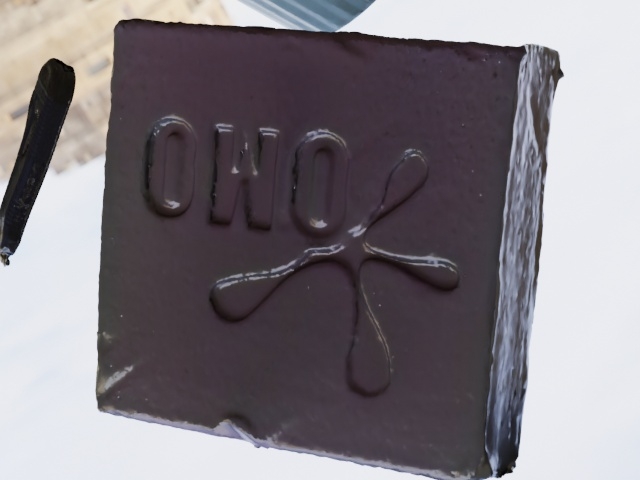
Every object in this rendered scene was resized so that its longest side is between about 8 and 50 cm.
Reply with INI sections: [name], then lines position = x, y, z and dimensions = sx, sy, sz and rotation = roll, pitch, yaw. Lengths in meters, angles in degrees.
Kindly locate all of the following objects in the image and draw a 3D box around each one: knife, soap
[knife]
position = -0.163, -0.043, 0.880
dimensions = 0.031, 0.018, 0.121
rotation = 29, -80, 57
[soap]
position = 0.000, 0.000, 1.050
dimensions = 0.296, 0.285, 0.107
rotation = 6, -172, 25

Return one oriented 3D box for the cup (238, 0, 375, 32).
[cup]
position = -0.069, -0.403, 1.249
dimensions = 0.401, 0.392, 0.310
rotation = -46, -155, 30
